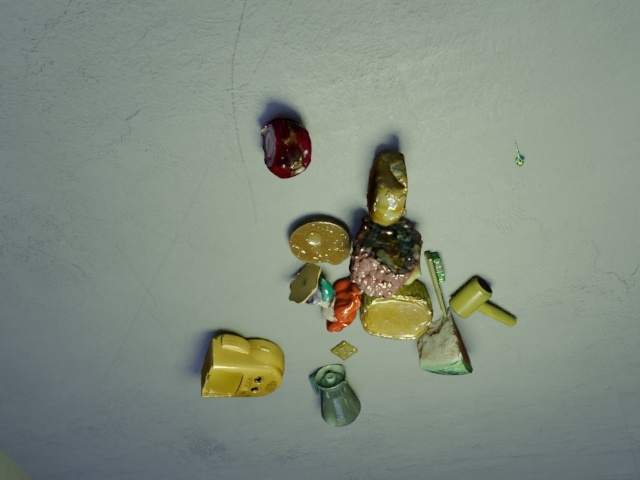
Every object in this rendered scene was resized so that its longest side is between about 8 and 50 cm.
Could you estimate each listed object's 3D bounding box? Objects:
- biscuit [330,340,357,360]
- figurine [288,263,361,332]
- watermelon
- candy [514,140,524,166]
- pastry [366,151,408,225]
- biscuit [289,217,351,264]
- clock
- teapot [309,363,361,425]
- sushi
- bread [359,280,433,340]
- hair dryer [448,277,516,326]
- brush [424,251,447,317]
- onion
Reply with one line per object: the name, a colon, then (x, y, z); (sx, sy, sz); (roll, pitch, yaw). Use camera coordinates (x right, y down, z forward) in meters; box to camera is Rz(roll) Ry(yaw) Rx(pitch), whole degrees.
biscuit: (0.095, 0.444, 1.957); (0.081, 0.018, 0.083); (37, 119, -22)
figurine: (0.040, 0.207, 1.703); (0.257, 0.181, 0.208); (37, 90, -29)
watermelon: (0.476, 0.397, 1.807); (0.193, 0.310, 0.231); (-43, 75, 27)
candy: (0.580, -0.257, 1.440); (0.023, 0.025, 0.083); (-32, 112, -9)
pastry: (0.196, -0.149, 1.436); (0.100, 0.218, 0.229); (2, 161, -2)
biscuit: (0.000, 0.000, 1.628); (0.208, 0.049, 0.181); (2, 125, 1)
clock: (-0.297, 0.506, 1.927); (0.317, 0.200, 0.244); (15, 128, -17)
teapot: (0.053, 0.637, 2.022); (0.203, 0.171, 0.225); (6, 124, 37)
sushi: (0.206, 0.060, 1.528); (0.236, 0.270, 0.171); (21, 128, 4)
bread: (0.263, 0.240, 1.732); (0.253, 0.142, 0.227); (14, 126, -4)
hair dryer: (0.609, 0.239, 1.757); (0.279, 0.090, 0.135); (26, 120, -23)
brush: (0.419, 0.155, 1.716); (0.048, 0.054, 0.282); (-19, 122, 5)
onion: (-0.077, -0.251, 1.376); (0.135, 0.198, 0.173); (-13, 126, -25)
